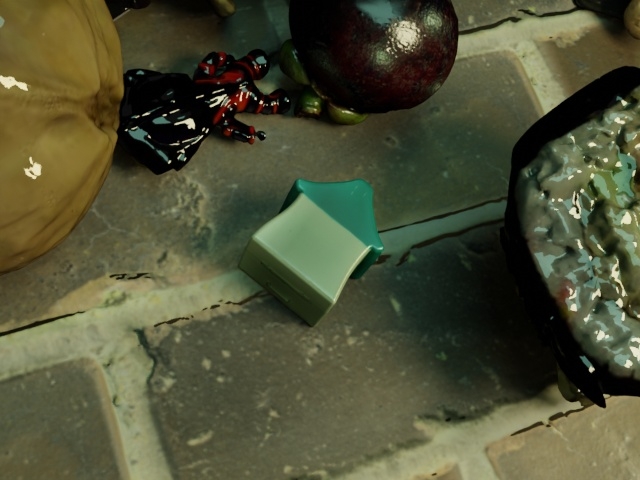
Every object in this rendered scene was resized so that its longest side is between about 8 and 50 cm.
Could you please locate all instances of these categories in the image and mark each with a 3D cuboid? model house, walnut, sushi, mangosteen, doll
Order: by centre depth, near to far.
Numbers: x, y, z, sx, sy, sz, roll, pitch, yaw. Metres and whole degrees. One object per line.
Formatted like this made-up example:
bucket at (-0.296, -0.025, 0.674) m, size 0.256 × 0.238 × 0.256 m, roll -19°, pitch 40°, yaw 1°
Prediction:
walnut at (-0.378, -0.133, 0.873) m, size 0.383 × 0.383 × 0.383 m, roll 5°, pitch 67°, yaw -13°
sushi at (0.355, 0.003, 1.039) m, size 0.328 × 0.285 × 0.329 m, roll -35°, pitch 81°, yaw -5°
model house at (0.000, 0.000, 1.043) m, size 0.127 × 0.100 × 0.149 m, roll 40°, pitch 66°, yaw 3°
doll at (-0.155, -0.152, 1.079) m, size 0.248 × 0.088 × 0.127 m, roll -28°, pitch 57°, yaw -33°
mangosteen at (0.061, -0.241, 1.113) m, size 0.216 × 0.216 × 0.216 m, roll 5°, pitch 67°, yaw -13°

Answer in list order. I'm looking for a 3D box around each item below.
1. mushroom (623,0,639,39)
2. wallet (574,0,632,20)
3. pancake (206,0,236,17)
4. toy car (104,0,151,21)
mushroom at (0.517, -0.381, 1.251) m, size 0.253 × 0.189 × 0.195 m, roll 41°, pitch 69°, yaw 1°
wallet at (0.500, -0.381, 1.366) m, size 0.250 × 0.044 × 0.149 m, roll 15°, pitch 69°, yaw -9°
pancake at (-0.183, -0.366, 1.098) m, size 0.042 × 0.222 × 0.236 m, roll -40°, pitch 115°, yaw 1°
toy car at (-0.296, -0.299, 1.087) m, size 0.108 × 0.089 × 0.209 m, roll 37°, pitch 67°, yaw 29°
